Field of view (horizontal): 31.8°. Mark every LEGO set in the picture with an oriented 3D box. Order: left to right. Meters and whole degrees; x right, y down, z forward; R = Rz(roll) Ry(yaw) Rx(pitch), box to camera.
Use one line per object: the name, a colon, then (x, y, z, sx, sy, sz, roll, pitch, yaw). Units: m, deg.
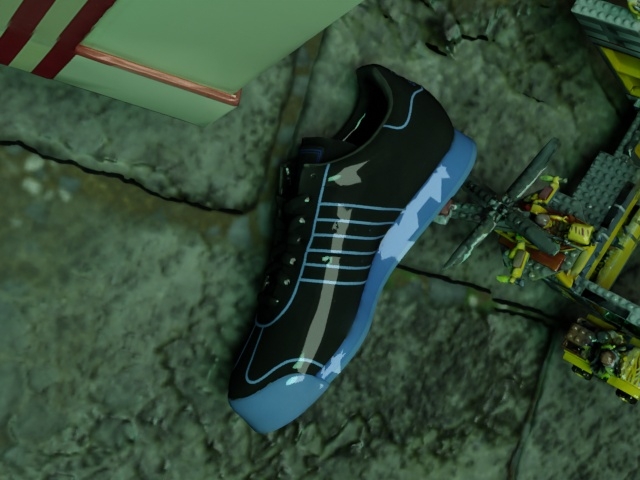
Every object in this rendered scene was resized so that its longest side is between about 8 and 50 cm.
LEGO set: (0.241, -0.062, 0.682, 0.331, 0.255, 0.192, -52, 142, 3)

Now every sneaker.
sneaker: (0.000, 0.000, 0.682, 0.090, 0.081, 0.232, 40, 74, -22)

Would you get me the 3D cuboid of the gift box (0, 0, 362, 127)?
gift box: (-0.088, -0.223, 0.514, 0.255, 0.258, 0.276, 21, 69, -24)
